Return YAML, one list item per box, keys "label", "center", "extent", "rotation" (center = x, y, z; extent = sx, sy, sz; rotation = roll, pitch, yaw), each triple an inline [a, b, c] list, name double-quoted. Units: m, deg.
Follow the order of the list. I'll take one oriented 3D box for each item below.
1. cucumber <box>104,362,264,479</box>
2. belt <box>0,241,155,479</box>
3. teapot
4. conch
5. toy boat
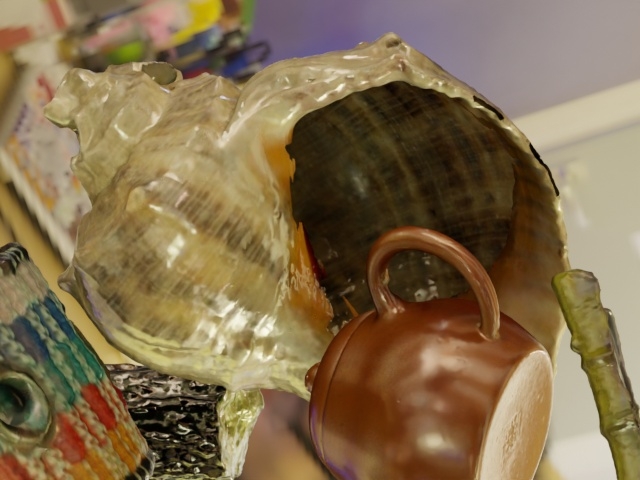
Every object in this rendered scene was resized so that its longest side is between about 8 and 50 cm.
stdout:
- label: "cucumber"
  center: [-0.185, 0.099, 1.016]
  extent: [0.072, 0.300, 0.072]
  rotation: [4, 90, -84]
- label: "belt"
  center: [-0.189, 0.111, 0.716]
  extent: [0.150, 0.207, 0.257]
  rotation: [57, 38, -5]
- label: "teapot"
  center: [0.041, 0.072, 0.790]
  extent: [0.116, 0.116, 0.173]
  rotation: [-69, 162, -61]
- label: "conch"
  center: [-0.008, -0.007, 0.881]
  extent: [0.291, 0.210, 0.159]
  rotation: [37, 3, -28]
- label: "toy boat"
  center: [0.097, 0.069, 0.548]
  extent: [0.063, 0.016, 0.115]
  rotation: [47, 28, -68]
